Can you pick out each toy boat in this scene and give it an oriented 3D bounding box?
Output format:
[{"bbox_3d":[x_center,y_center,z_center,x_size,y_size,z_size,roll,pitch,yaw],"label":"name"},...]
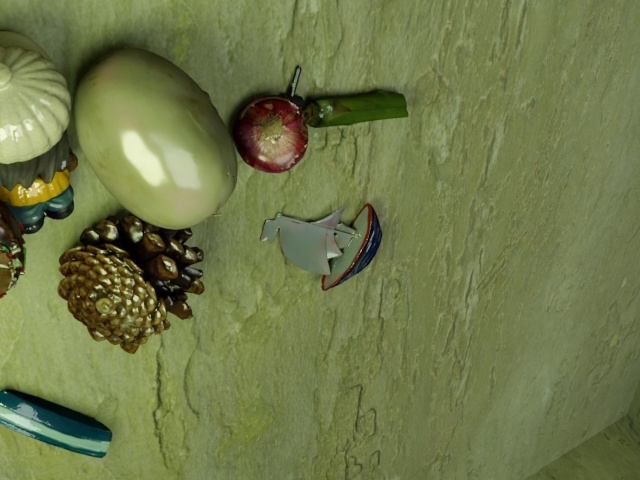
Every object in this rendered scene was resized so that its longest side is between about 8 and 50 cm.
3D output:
[{"bbox_3d":[0.005,0.023,1.889,0.318,0.072,0.219,-11,123,-32],"label":"toy boat"},{"bbox_3d":[-0.535,0.356,1.641,0.299,0.096,0.061,37,81,-47],"label":"toy boat"}]

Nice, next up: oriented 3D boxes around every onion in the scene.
[{"bbox_3d":[-0.092,-0.200,1.610,0.150,0.150,0.140,-48,178,-2],"label":"onion"}]

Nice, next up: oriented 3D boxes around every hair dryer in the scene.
[{"bbox_3d":[-0.051,-0.301,1.630,0.047,0.026,0.083,-3,114,-43],"label":"hair dryer"}]

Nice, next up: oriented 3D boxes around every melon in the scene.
[{"bbox_3d":[-0.267,-0.159,1.368,0.223,0.223,0.317,-41,112,-11],"label":"melon"}]

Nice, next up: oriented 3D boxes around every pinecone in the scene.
[{"bbox_3d":[-0.321,0.065,1.501,0.264,0.264,0.264,-23,133,-28],"label":"pinecone"}]

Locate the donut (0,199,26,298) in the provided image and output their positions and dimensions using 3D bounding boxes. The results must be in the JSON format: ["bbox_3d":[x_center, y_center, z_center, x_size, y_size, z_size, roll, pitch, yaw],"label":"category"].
[{"bbox_3d":[-0.573,-0.003,1.253,0.270,0.103,0.269,-1,136,-1],"label":"donut"}]

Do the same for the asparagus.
[{"bbox_3d":[0.086,-0.275,1.740,0.278,0.060,0.067,-14,118,-35],"label":"asparagus"}]

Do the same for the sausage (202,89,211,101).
[{"bbox_3d":[-0.239,-0.199,1.506,0.062,0.062,0.154,-1,120,-41],"label":"sausage"}]

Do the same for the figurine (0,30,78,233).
[{"bbox_3d":[-0.446,-0.141,1.257,0.185,0.204,0.332,-31,136,-24],"label":"figurine"}]
